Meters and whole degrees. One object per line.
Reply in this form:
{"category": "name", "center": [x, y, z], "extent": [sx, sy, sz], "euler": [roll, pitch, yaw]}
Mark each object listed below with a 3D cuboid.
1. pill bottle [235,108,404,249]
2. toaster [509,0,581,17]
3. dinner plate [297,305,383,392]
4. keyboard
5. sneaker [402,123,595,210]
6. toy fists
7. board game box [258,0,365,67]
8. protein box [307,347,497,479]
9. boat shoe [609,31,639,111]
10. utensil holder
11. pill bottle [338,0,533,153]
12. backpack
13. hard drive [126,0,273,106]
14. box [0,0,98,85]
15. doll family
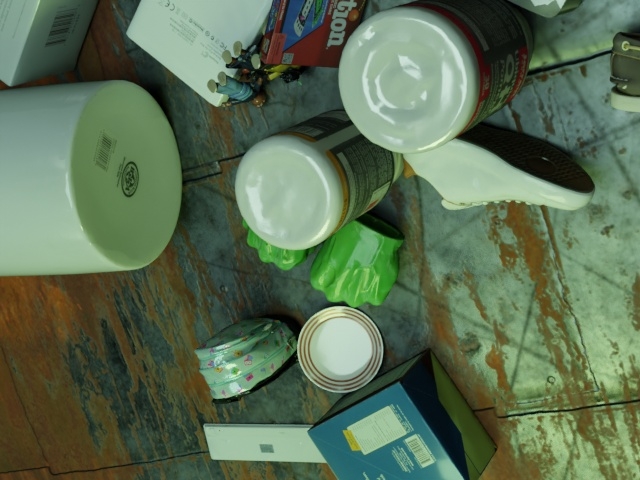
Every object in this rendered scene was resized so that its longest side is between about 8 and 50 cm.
{"category": "pill bottle", "center": [0.011, -0.099, 1.523], "extent": [0.162, 0.278, 0.162], "euler": [9, 111, 25]}
{"category": "toaster", "center": [0.279, -0.388, 1.379], "extent": [0.168, 0.110, 0.185], "euler": [34, 120, 15]}
{"category": "dinner plate", "center": [0.033, 0.177, 1.741], "extent": [0.141, 0.017, 0.141], "euler": [0, 89, 8]}
{"category": "keyboard", "center": [-0.097, 0.361, 1.903], "extent": [0.256, 0.014, 0.072], "euler": [-5, 110, 30]}
{"category": "sneaker", "center": [0.248, -0.088, 1.518], "extent": [0.290, 0.106, 0.123], "euler": [25, 127, 27]}
{"category": "toy fists", "center": [0.000, 0.000, 1.676], "extent": [0.279, 0.096, 0.142], "euler": [30, 109, 18]}
{"category": "board game box", "center": [0.011, -0.381, 1.509], "extent": [0.027, 0.145, 0.281], "euler": [44, 128, 44]}
{"category": "protein box", "center": [0.129, 0.318, 1.692], "extent": [0.201, 0.136, 0.199], "euler": [-34, 90, 32]}
{"category": "boat shoe", "center": [0.518, -0.214, 1.314], "extent": [0.325, 0.117, 0.096], "euler": [5, 113, 33]}
{"category": "utensil holder", "center": [-0.468, -0.096, 1.759], "extent": [0.386, 0.327, 0.327], "euler": [-1, 107, 25]}
{"category": "pill bottle", "center": [0.166, -0.230, 1.371], "extent": [0.176, 0.318, 0.176], "euler": [10, 112, 25]}
{"category": "backpack", "center": [-0.125, 0.193, 1.756], "extent": [0.152, 0.182, 0.115], "euler": [-27, 94, 33]}
{"category": "hard drive", "center": [-0.164, -0.390, 1.654], "extent": [0.203, 0.040, 0.307], "euler": [39, 121, 10]}
{"category": "box", "center": [-0.553, -0.448, 1.765], "extent": [0.345, 0.168, 0.215], "euler": [37, 121, 11]}
{"category": "doll family", "center": [-0.083, -0.262, 1.626], "extent": [0.193, 0.111, 0.076], "euler": [-18, 77, 31]}
